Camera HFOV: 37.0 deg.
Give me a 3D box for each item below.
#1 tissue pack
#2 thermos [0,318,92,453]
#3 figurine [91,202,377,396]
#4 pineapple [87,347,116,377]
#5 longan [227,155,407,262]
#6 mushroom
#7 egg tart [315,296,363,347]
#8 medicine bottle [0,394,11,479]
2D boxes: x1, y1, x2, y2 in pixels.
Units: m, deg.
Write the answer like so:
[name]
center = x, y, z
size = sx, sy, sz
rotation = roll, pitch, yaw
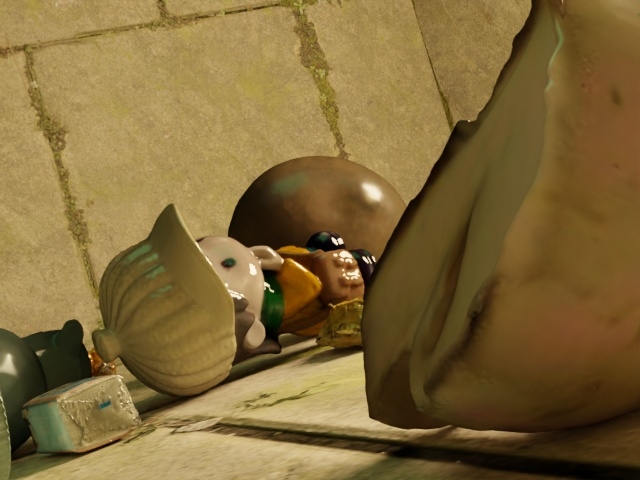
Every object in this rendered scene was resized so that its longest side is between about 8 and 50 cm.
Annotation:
[tissue pack]
center = -0.215, 0.157, 0.859
size = 0.074, 0.058, 0.094
rotation = -18, 0, -36
[thermos]
center = -0.364, 0.169, 0.944
size = 0.286, 0.145, 0.182
rotation = -13, -37, -51
[figurine]
center = -0.092, 0.077, 1.080
size = 0.332, 0.204, 0.185
rotation = 12, 11, -45
[pineapple]
center = -0.443, 0.223, 1.597
size = 0.135, 0.079, 0.233
rotation = -19, 1, -33
[longan]
center = 0.000, 0.000, 1.334
size = 0.258, 0.258, 0.258
rotation = -17, -1, 0
[mushroom]
center = 0.127, 0.029, 0.435
size = 0.162, 0.173, 0.236
rotation = -78, 9, -49
[egg tart]
center = 0.052, 0.083, 1.024
size = 0.130, 0.052, 0.130
rotation = -14, 1, 0
[medicine bottle]
center = -0.387, 0.155, 0.633
size = 0.318, 0.158, 0.158
rotation = -16, -1, -40
